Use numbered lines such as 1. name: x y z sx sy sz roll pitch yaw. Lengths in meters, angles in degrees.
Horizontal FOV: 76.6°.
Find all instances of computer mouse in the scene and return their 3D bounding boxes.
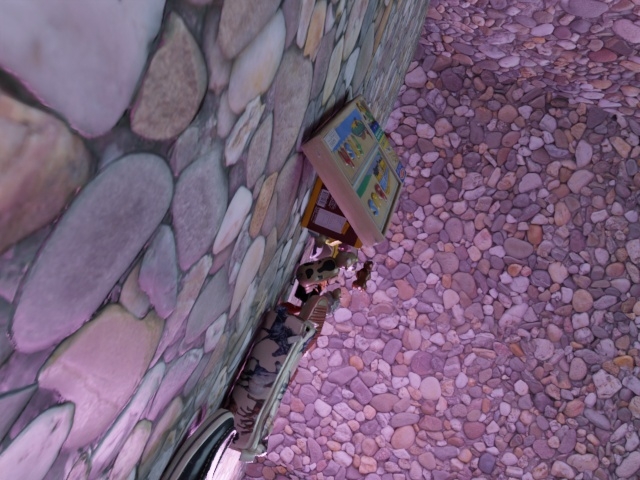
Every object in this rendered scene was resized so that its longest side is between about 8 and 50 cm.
1. computer mouse: 0.000 0.000 1.744 0.106 0.042 0.193 -60 170 -61

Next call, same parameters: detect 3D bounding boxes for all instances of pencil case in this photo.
1. pencil case: -0.153 0.398 1.162 0.183 0.160 0.410 -23 -142 61

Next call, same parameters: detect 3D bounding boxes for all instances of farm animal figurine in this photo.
1. farm animal figurine: 0.035 0.074 1.512 0.327 0.330 0.172 -35 165 -20

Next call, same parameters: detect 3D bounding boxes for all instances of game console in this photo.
1. game console: -0.063 0.200 1.792 0.071 0.107 0.122 8 106 -55

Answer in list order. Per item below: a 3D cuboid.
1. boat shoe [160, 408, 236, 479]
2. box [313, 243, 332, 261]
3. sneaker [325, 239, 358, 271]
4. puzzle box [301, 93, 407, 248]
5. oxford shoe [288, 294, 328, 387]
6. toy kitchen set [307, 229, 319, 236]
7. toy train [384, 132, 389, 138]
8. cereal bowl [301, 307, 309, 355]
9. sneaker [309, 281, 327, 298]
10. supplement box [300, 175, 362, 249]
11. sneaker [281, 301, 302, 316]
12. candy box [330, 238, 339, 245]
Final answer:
1. boat shoe: -0.275 0.582 0.779 0.186 0.156 0.500 103 9 -50
2. box: 0.084 0.018 1.921 0.275 0.094 0.113 -51 146 -21
3. sneaker: 0.089 -0.051 1.804 0.145 0.147 0.384 87 3 -62
4. puzzle box: 0.108 -0.193 1.012 0.052 0.272 0.409 -24 -159 30
5. oxford shoe: -0.115 0.343 1.398 0.397 0.146 0.140 -59 146 1
6. toy kitchen set: 0.076 -0.041 1.455 0.166 0.207 0.122 -61 170 -48
7. toy train: 0.315 -0.568 2.366 0.143 0.105 0.248 -56 180 26
8. cereal bowl: -0.082 0.496 2.368 0.339 0.141 0.339 22 90 -85
9. sneaker: 0.000 0.192 2.067 0.180 0.125 0.321 -48 159 -77
10. supplement box: 0.072 -0.105 1.233 0.129 0.194 0.191 -48 160 -75
11. sneaker: -0.123 0.306 1.530 0.221 0.087 0.128 58 53 -82
12. candy box: 0.089 -0.083 1.732 0.105 0.027 0.205 -24 -130 35
